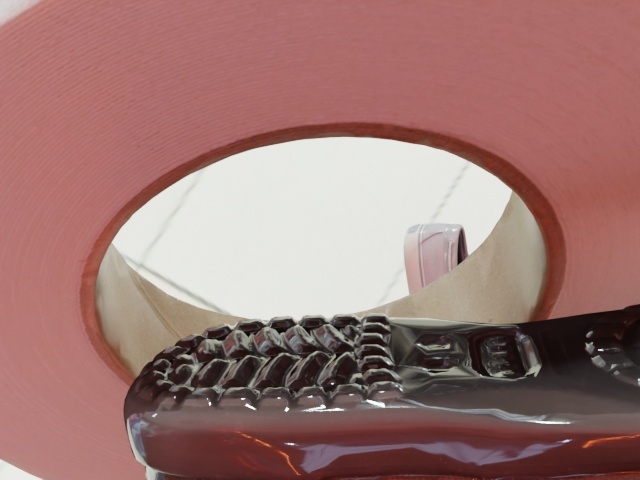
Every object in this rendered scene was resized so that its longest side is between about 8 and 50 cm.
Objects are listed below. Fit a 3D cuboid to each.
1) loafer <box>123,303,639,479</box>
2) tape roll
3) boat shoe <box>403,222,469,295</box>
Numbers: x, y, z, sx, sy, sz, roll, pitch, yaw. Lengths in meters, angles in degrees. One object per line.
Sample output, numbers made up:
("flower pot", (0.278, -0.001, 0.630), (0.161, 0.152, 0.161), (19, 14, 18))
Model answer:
("loafer", (0.111, 0.100, 0.489), (0.365, 0.134, 0.130), (1, 107, 10))
("tape roll", (0.000, 0.000, 0.567), (0.392, 0.392, 0.072), (-22, 46, 17))
("boat shoe", (0.156, 0.089, 1.471), (0.081, 0.079, 0.228), (-7, 102, 25))
